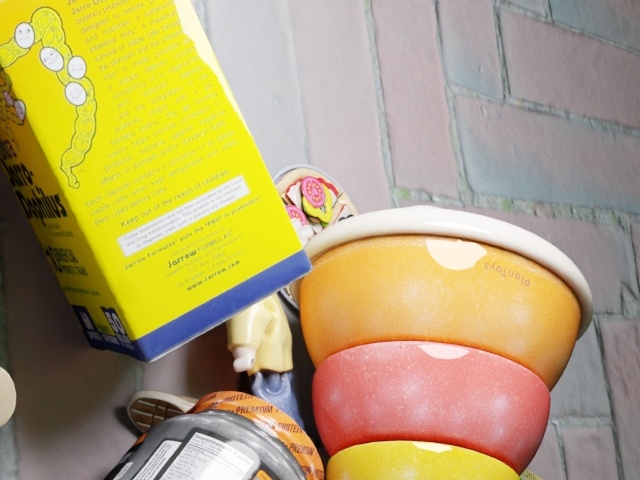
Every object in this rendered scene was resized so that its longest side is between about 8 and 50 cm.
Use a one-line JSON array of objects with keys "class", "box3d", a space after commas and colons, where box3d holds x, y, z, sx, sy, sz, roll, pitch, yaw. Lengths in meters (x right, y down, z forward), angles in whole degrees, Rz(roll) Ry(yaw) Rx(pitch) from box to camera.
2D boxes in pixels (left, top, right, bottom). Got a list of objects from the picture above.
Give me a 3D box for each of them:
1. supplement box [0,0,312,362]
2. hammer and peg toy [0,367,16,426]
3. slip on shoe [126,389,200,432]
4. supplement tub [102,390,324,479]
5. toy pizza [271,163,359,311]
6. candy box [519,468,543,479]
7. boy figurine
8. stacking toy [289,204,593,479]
[{"class": "supplement box", "box3d": [-0.193, -0.085, 1.337, 0.195, 0.194, 0.357, -29, 101, -22]}, {"class": "hammer and peg toy", "box3d": [-0.437, 0.103, 1.079, 0.361, 0.127, 0.266, -15, 89, -48]}, {"class": "slip on shoe", "box3d": [-0.153, 0.184, 1.467, 0.135, 0.051, 0.041, 21, 22, -36]}, {"class": "supplement tub", "box3d": [-0.142, 0.309, 1.304, 0.207, 0.207, 0.338, 59, 41, -17]}, {"class": "toy pizza", "box3d": [0.000, 0.000, 1.715, 0.201, 0.032, 0.201, 20, 63, -45]}, {"class": "candy box", "box3d": [0.175, 0.417, 1.711, 0.268, 0.122, 0.317, 36, 51, -36]}, {"class": "boy figurine", "box3d": [-0.077, 0.111, 1.524, 0.177, 0.092, 0.285, -13, 86, -82]}, {"class": "stacking toy", "box3d": [0.106, 0.235, 1.486, 0.350, 0.350, 0.480, 36, 52, -38]}]
